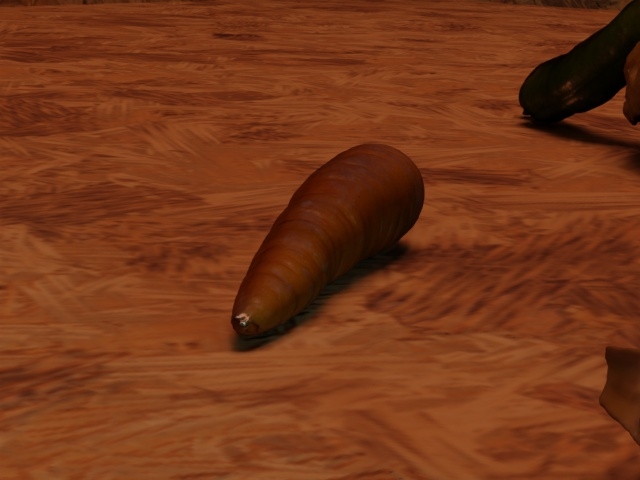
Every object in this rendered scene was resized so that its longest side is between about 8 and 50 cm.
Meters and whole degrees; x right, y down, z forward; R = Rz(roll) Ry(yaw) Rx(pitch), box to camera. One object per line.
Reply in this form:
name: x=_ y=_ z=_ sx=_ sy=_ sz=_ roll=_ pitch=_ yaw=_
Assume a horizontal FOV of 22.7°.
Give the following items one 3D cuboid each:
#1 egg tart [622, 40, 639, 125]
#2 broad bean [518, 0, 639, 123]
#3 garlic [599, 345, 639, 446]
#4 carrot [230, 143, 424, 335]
egg tart: x=0.325 y=-0.125 z=0.969 sx=0.294 sy=0.116 sz=0.295 roll=-28 pitch=-12 yaw=-7
broad bean: x=0.233 y=-0.147 z=1.089 sx=0.292 sy=0.049 sz=0.144 roll=-33 pitch=-2 yaw=33
garlic: x=0.145 y=0.039 z=0.387 sx=0.152 sy=0.066 sz=0.084 roll=1 pitch=9 yaw=8
carrot: x=0.000 y=0.000 z=0.631 sx=0.048 sy=0.048 sz=0.216 roll=5 pitch=16 yaw=16
